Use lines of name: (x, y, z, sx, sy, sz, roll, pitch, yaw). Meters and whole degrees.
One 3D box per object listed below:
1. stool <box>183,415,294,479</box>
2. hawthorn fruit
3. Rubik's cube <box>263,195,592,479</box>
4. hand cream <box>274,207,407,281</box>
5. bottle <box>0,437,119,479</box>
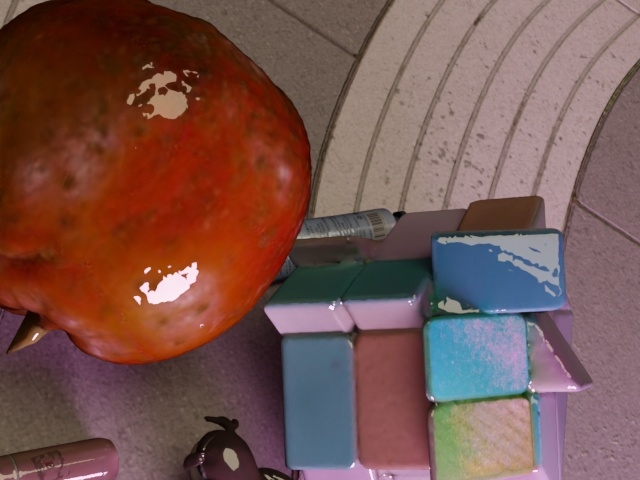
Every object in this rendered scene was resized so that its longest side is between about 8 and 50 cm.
stool: (-0.087, 0.297, 1.375, 0.125, 0.121, 0.217, -28, 80, -37)
hawthorn fruit: (-0.228, -0.049, 1.354, 0.402, 0.403, 0.403, 15, 56, -23)
Rubik's cube: (0.128, 0.142, 1.468, 0.368, 0.358, 0.387, 58, 34, -47)
hand cream: (0.000, 0.000, 1.655, 0.271, 0.058, 0.091, -11, 80, -31)
bottle: (-0.286, 0.245, 1.335, 0.140, 0.053, 0.053, -6, 66, -32)
